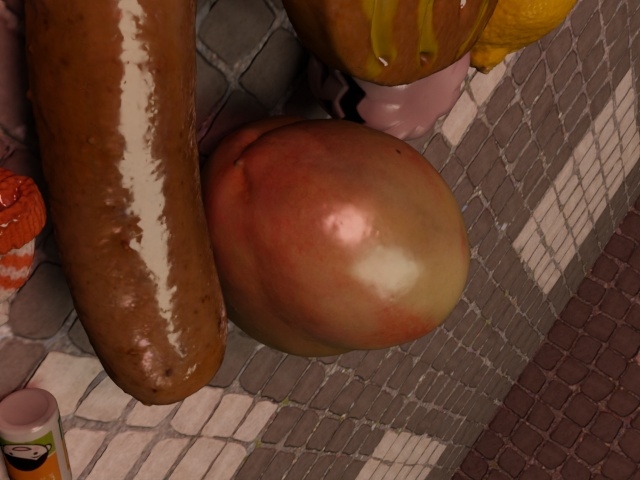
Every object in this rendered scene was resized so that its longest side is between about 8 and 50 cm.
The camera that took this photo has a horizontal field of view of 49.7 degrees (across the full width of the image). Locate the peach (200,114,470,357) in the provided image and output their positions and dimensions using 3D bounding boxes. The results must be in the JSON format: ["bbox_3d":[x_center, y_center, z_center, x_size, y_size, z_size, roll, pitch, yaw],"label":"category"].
[{"bbox_3d":[0.001,0.000,0.721,0.292,0.292,0.247,27,78,-58],"label":"peach"}]

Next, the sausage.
[{"bbox_3d":[-0.151,-0.084,0.542,0.136,0.123,0.500,-7,114,-16],"label":"sausage"}]

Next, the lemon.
[{"bbox_3d":[0.226,-0.325,0.834,0.187,0.187,0.244,-20,137,-43],"label":"lemon"}]

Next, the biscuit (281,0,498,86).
[{"bbox_3d":[0.088,-0.296,0.526,0.394,0.070,0.350,-40,137,-47],"label":"biscuit"}]

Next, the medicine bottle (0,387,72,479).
[{"bbox_3d":[-0.315,0.257,0.741,0.092,0.061,0.220,-9,129,-20],"label":"medicine bottle"}]

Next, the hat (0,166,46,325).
[{"bbox_3d":[-0.277,0.021,0.555,0.112,0.093,0.162,-15,137,-29],"label":"hat"}]

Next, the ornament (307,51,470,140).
[{"bbox_3d":[0.070,-0.200,0.773,0.177,0.177,0.177,-33,141,-32],"label":"ornament"}]
